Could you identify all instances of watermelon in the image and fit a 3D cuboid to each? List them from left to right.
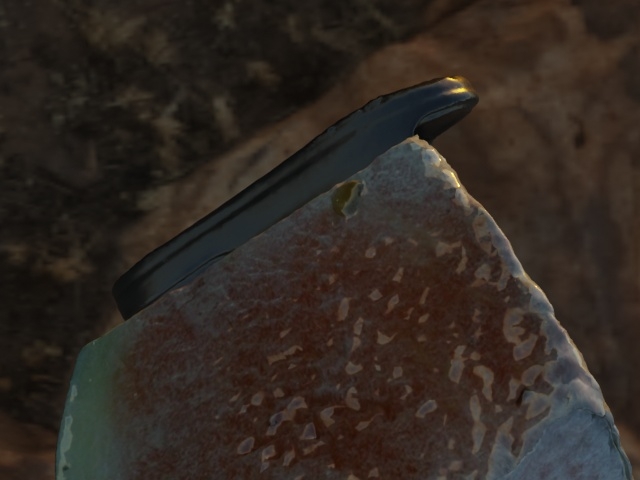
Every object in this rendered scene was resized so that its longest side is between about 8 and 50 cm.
[{"bbox_3d":[0.026,0.096,0.727,0.261,0.201,0.213,-8,53,-27],"label":"watermelon"}]

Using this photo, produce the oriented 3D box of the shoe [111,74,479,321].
[{"bbox_3d":[0.000,0.000,0.986,0.093,0.241,0.108,59,12,6],"label":"shoe"}]
